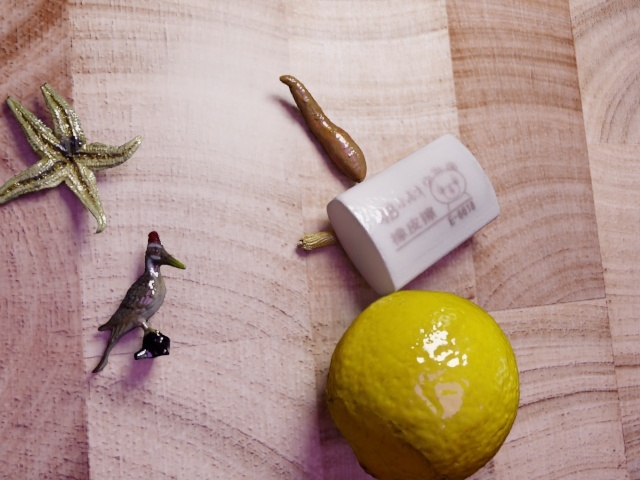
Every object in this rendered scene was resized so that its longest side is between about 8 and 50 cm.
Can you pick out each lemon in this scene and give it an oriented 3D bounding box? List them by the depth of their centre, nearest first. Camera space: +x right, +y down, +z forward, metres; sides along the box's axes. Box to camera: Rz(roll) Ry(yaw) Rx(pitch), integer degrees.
[{"bbox_3d":[0.146,0.206,0.783,0.293,0.293,0.292,3,82,-23],"label":"lemon"}]

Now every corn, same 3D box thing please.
[{"bbox_3d":[0.000,0.000,0.876,0.083,0.027,0.028,-11,92,-26],"label":"corn"}]

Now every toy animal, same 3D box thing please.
[{"bbox_3d":[-0.243,0.086,0.742,0.105,0.070,0.202,10,83,-3],"label":"toy animal"}]

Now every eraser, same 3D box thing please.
[{"bbox_3d":[0.159,-0.049,0.900,0.270,0.095,0.174,-31,89,-27],"label":"eraser"}]

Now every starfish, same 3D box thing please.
[{"bbox_3d":[-0.347,-0.106,0.728,0.217,0.050,0.223,-27,83,-18],"label":"starfish"}]

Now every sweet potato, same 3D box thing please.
[{"bbox_3d":[0.008,-0.184,0.887,0.050,0.050,0.214,-44,102,-21],"label":"sweet potato"}]
